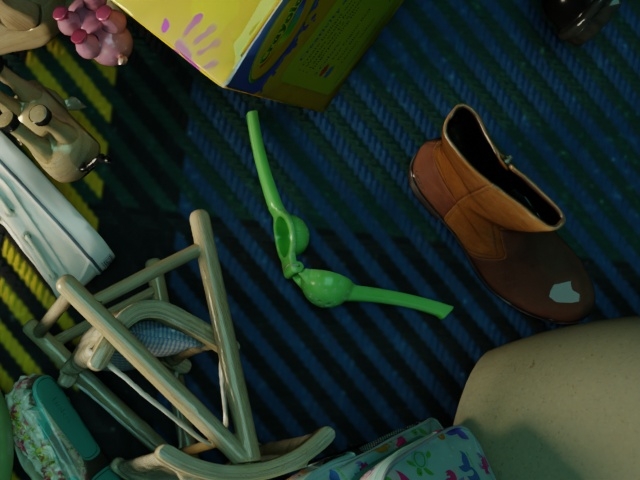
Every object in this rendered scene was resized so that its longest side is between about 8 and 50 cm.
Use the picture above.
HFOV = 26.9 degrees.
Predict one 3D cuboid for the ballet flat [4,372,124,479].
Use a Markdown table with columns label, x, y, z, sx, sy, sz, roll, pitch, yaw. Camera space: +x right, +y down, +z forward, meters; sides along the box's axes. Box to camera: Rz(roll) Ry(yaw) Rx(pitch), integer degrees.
| label | x | y | z | sx | sy | sz | roll | pitch | yaw |
| --- | --- | --- | --- | --- | --- | --- | --- | --- | --- |
| ballet flat | -0.256 | 0.249 | 1.390 | 0.077 | 0.091 | 0.241 | -33 | 84 | 23 |

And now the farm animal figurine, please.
| label | x | y | z | sx | sy | sz | roll | pitch | yaw |
| --- | --- | --- | --- | --- | --- | --- | --- | --- | --- |
| farm animal figurine | -0.286 | -0.219 | 1.354 | 0.327 | 0.172 | 0.330 | 8 | 72 | 26 |

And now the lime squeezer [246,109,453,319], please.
| label | x | y | z | sx | sy | sz | roll | pitch | yaw |
| --- | --- | --- | --- | --- | --- | --- | --- | --- | --- |
| lime squeezer | 0.000 | 0.000 | 1.440 | 0.310 | 0.059 | 0.110 | 45 | 83 | 0 |

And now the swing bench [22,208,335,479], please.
| label | x | y | z | sx | sy | sz | roll | pitch | yaw |
| --- | --- | --- | --- | --- | --- | --- | --- | --- | --- |
| swing bench | -0.144 | 0.137 | 1.298 | 0.165 | 0.253 | 0.254 | -28 | 87 | -22 |

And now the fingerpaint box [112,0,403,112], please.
| label | x | y | z | sx | sy | sz | roll | pitch | yaw |
| --- | --- | --- | --- | --- | --- | --- | --- | --- | --- |
| fingerpaint box | 0.030 | -0.352 | 1.253 | 0.163 | 0.371 | 0.444 | 38 | 100 | 9 |

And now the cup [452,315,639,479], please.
| label | x | y | z | sx | sy | sz | roll | pitch | yaw |
| --- | --- | --- | --- | --- | --- | --- | --- | --- | --- |
| cup | 0.265 | 0.216 | 1.342 | 0.237 | 0.331 | 0.331 | 11 | 83 | 23 |

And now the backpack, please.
| label | x | y | z | sx | sy | sz | roll | pitch | yaw |
| --- | --- | --- | --- | --- | --- | --- | --- | --- | --- |
| backpack | 0.057 | 0.292 | 1.211 | 0.254 | 0.191 | 0.225 | -15 | 76 | -40 |

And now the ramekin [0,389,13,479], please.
| label | x | y | z | sx | sy | sz | roll | pitch | yaw |
| --- | --- | --- | --- | --- | --- | --- | --- | --- | --- |
| ramekin | -0.464 | 0.203 | 1.286 | 0.304 | 0.148 | 0.303 | -2 | 71 | 6 |

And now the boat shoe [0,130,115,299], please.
| label | x | y | z | sx | sy | sz | roll | pitch | yaw |
| --- | --- | --- | --- | --- | --- | --- | --- | --- | --- |
| boat shoe | -0.335 | -0.050 | 1.396 | 0.088 | 0.096 | 0.267 | -45 | 99 | -12 |

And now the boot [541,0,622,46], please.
| label | x | y | z | sx | sy | sz | roll | pitch | yaw |
| --- | --- | --- | --- | --- | --- | --- | --- | --- | --- |
| boot | 0.230 | -0.403 | 1.457 | 0.260 | 0.131 | 0.347 | 20 | 73 | -11 |

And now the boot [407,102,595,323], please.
| label | x | y | z | sx | sy | sz | roll | pitch | yaw |
| --- | --- | --- | --- | --- | --- | --- | --- | --- | --- |
| boot | 0.208 | -0.020 | 1.348 | 0.096 | 0.280 | 0.264 | -39 | 90 | -7 |
